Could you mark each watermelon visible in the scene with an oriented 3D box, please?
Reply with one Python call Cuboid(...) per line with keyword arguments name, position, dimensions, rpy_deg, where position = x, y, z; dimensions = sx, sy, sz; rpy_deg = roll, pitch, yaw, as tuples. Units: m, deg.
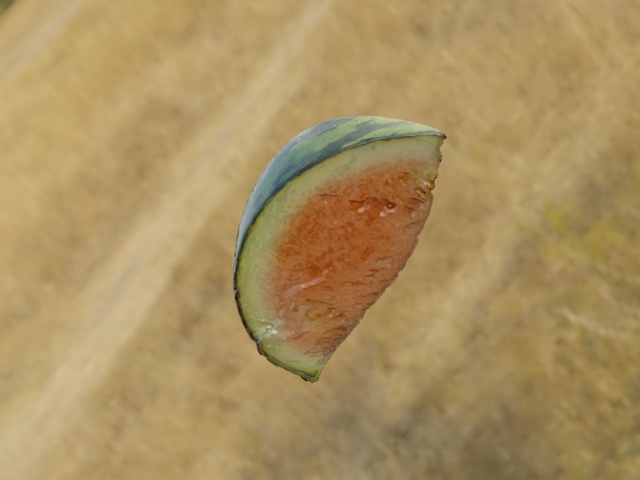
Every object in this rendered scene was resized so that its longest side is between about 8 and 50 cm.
Cuboid(name="watermelon", position=(0.003, -0.002, 1.333), dimensions=(0.063, 0.119, 0.245), rpy_deg=(-71, 6, -55))
